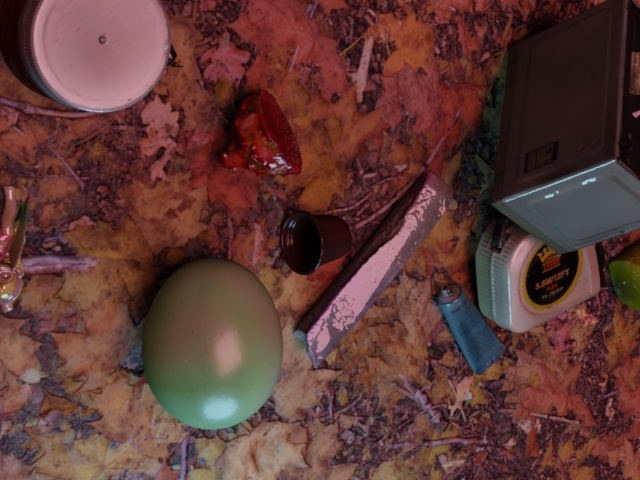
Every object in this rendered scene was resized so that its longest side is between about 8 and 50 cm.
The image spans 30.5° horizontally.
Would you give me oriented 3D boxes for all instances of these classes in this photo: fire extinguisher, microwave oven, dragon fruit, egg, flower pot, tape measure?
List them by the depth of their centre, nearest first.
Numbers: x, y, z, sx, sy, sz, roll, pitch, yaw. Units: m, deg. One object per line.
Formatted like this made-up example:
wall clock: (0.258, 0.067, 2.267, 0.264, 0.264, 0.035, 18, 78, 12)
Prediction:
fire extinguisher: (-0.242, -0.296, 1.790, 0.038, 0.025, 0.083, -19, 117, 16)
egg: (-0.168, 0.161, 1.835, 0.220, 0.220, 0.269, -3, 106, -29)
dragon fruit: (-0.108, -0.159, 1.865, 0.111, 0.153, 0.153, -21, 117, 12)
flower pot: (0.000, 0.000, 1.965, 0.089, 0.111, 0.111, -7, 107, -41)
microwave oven: (0.470, -0.189, 2.007, 0.218, 0.286, 0.355, 33, 53, -33)
tape measure: (0.414, 0.021, 2.192, 0.271, 0.133, 0.231, -21, 120, -25)

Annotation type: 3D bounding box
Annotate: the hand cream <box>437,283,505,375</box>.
hand cream: (0.279, 0.159, 2.203, 0.083, 0.048, 0.224, -43, 126, -13)

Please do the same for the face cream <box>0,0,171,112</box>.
face cream: (-0.333, -0.287, 1.642, 0.201, 0.187, 0.201, -8, 107, -28)

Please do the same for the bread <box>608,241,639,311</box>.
bread: (0.655, 0.072, 2.358, 0.114, 0.111, 0.129, -40, 123, -25)

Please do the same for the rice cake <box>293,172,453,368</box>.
rice cake: (0.091, 0.046, 2.047, 0.070, 0.064, 0.399, 43, 80, -21)

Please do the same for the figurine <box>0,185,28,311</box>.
figurine: (-0.465, 0.013, 1.725, 0.083, 0.083, 0.187, -3, 92, -29)
